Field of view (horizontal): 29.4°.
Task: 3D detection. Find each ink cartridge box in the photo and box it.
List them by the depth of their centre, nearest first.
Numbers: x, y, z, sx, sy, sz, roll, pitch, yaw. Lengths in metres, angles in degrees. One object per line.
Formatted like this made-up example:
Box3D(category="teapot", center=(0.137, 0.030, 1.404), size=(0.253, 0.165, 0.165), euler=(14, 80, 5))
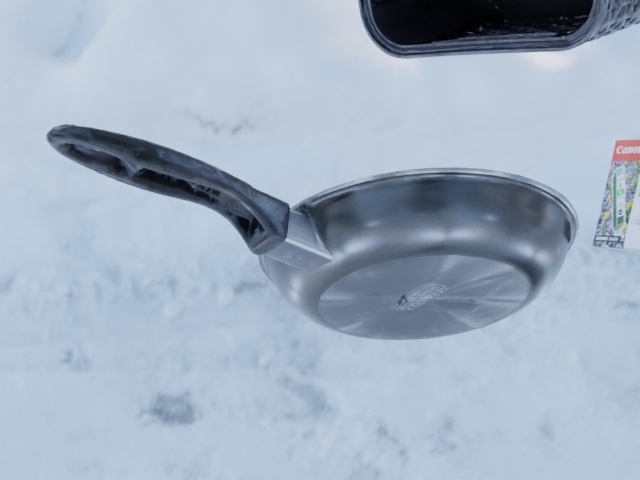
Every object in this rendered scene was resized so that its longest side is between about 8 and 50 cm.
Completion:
Box3D(category="ink cartridge box", center=(0.225, -0.046, 0.826), size=(0.029, 0.063, 0.115), euler=(15, 86, -27))

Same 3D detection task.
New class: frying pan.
Box3D(category="frying pan", center=(0.026, -0.008, 0.696), size=(0.197, 0.326, 0.053), euler=(-18, 61, 27))

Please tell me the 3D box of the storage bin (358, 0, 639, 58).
Box3D(category="storage bin", center=(0.078, -0.174, 0.510), size=(0.122, 0.180, 0.084), euler=(5, 21, 42))
